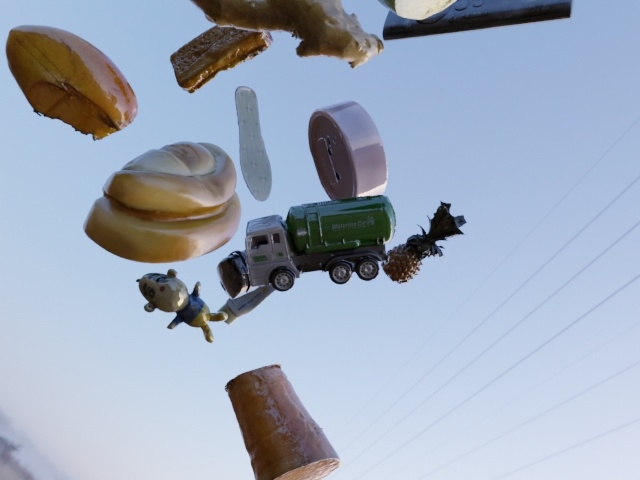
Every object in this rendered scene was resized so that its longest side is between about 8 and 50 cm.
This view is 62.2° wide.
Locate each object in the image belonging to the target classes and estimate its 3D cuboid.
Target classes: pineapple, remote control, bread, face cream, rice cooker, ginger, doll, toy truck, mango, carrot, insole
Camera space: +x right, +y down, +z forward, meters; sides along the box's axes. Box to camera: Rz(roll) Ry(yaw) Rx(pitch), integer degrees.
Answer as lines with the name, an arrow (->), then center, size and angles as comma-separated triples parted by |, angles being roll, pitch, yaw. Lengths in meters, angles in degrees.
pineapple -> 0.291, 0.006, 1.519 | 0.277, 0.119, 0.130 | -45, -122, 31
remote control -> 0.317, -0.474, 1.100 | 0.377, 0.107, 0.044 | 4, -35, 28
bread -> -0.256, -0.486, 1.372 | 0.139, 0.271, 0.077 | 65, 9, 26
face cream -> -0.260, 0.196, 1.869 | 0.114, 0.224, 0.070 | 48, 3, 19
rice cooker -> -0.214, 0.089, 1.422 | 0.165, 0.106, 0.112 | -41, -105, 47
ginger -> -0.074, -0.474, 1.049 | 0.363, 0.122, 0.348 | -23, -86, 7
doll -> -0.259, 0.114, 0.976 | 0.179, 0.102, 0.089 | 29, -17, 1
toy truck -> 0.000, 0.000, 0.840 | 0.242, 0.101, 0.125 | -9, -71, -3
bread -> -0.370, -0.107, 1.280 | 0.329, 0.424, 0.245 | 4, -69, 18
mango -> -0.455, -0.291, 0.973 | 0.252, 0.126, 0.154 | 40, -73, -16
carrot -> -0.088, 0.406, 1.167 | 0.196, 0.196, 0.254 | 103, -33, -51
insole -> -0.185, -0.265, 1.456 | 0.007, 0.109, 0.322 | -8, -91, 43

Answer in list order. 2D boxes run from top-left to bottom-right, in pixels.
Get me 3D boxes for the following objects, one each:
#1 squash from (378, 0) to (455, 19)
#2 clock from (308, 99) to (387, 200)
squash -> 0.116, -0.367, 0.670 | 0.123, 0.170, 0.170 | 66, -32, 19
clock -> 0.048, -0.160, 1.003 | 0.197, 0.068, 0.197 | 56, -22, 37
